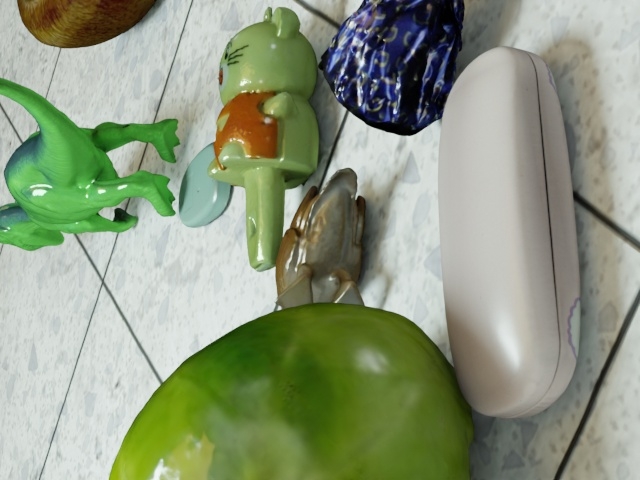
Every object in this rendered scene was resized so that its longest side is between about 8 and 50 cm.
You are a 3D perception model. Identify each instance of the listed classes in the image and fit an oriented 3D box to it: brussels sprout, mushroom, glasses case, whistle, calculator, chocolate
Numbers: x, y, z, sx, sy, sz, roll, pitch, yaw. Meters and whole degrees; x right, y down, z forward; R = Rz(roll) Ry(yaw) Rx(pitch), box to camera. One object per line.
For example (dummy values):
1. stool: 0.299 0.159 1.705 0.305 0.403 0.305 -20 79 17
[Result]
1. brussels sprout: -0.014 0.210 1.122 0.268 0.344 0.344 38 116 33
2. mushroom: -0.354 -0.433 1.967 0.345 0.259 0.346 -31 53 55
3. glasses case: 0.144 -0.010 1.100 0.113 0.075 0.297 -34 51 55
4. whistle: -0.058 -0.111 1.472 0.131 0.106 0.289 145 130 -65
5. calculator: -0.135 -0.067 1.687 0.153 0.021 0.095 -33 53 58
6. chocolate: 0.117 -0.251 1.180 0.148 0.126 0.343 51 126 26

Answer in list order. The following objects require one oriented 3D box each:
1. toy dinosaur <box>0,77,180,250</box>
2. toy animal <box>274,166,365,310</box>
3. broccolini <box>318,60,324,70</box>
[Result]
1. toy dinosaur: -0.381 -0.099 1.743 0.374 0.500 0.144 -10 69 28
2. toy animal: 0.000 0.000 1.364 0.179 0.089 0.188 -105 29 -64
3. broccolini: 0.054 -0.236 1.397 0.218 0.044 0.042 -48 56 52
